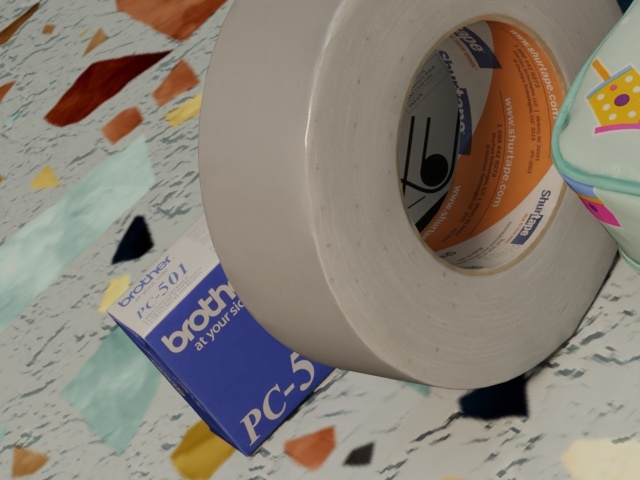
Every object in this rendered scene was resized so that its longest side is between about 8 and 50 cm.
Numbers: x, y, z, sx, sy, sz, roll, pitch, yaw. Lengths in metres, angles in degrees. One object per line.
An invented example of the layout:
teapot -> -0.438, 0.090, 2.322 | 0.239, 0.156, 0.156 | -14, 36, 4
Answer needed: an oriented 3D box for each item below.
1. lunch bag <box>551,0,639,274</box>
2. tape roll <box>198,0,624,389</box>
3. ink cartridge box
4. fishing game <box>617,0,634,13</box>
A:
lunch bag -> 0.249, -0.076, 0.838 | 0.224, 0.108, 0.279 | 21, 67, 46
tape roll -> 0.050, -0.045, 0.885 | 0.072, 0.219, 0.219 | 9, 55, 47
ink cartridge box -> 0.000, 0.000, 0.989 | 0.207, 0.097, 0.046 | -45, 34, -12
fishing game -> 0.156, -0.145, 1.070 | 0.264, 0.041, 0.189 | 11, 56, 46
